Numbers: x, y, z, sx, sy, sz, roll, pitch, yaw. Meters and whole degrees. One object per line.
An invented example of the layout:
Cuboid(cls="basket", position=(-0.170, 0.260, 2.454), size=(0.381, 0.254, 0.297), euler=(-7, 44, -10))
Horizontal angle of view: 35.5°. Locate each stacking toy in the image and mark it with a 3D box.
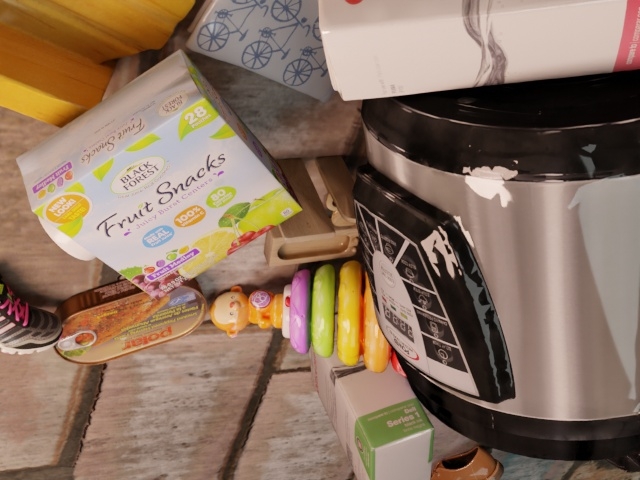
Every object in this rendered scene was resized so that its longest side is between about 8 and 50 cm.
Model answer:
Cuboid(cls="stacking toy", position=(0.011, 0.088, 1.242), size=(0.301, 0.175, 0.166), euler=(2, 157, 2))

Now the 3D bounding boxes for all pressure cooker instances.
Cuboid(cls="pressure cooker", position=(0.238, 0.005, 0.960), size=(0.375, 0.370, 0.420), euler=(4, 124, 21))

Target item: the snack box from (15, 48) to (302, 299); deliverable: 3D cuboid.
Cuboid(cls="snack box", position=(-0.138, -0.049, 0.901), size=(0.174, 0.070, 0.207), euler=(-32, 146, 7))

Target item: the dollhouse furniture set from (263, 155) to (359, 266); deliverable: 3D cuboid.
Cuboid(cls="dollhouse furniture set", position=(0.000, 0.000, 1.158), size=(0.144, 0.123, 0.151), euler=(-7, 136, -19))

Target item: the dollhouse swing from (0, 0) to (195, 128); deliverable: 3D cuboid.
Cuboid(cls="dollhouse swing", position=(-0.163, -0.208, 0.726), size=(0.315, 0.305, 0.347), euler=(21, 122, -39))

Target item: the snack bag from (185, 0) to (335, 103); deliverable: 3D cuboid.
Cuboid(cls="snack bag", position=(0.084, -0.261, 0.982), size=(0.342, 0.037, 0.323), euler=(16, 125, -40))

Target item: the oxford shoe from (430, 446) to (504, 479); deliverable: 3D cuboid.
Cuboid(cls="oxford shoe", position=(0.216, 0.428, 1.772), size=(0.212, 0.076, 0.076), euler=(-37, 108, 17))

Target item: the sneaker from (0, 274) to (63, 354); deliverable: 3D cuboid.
Cuboid(cls="sneaker", position=(-0.358, 0.071, 1.102), size=(0.170, 0.063, 0.075), euler=(23, 123, -27))

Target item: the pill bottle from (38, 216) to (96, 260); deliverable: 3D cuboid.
Cuboid(cls="pill bottle", position=(-0.191, -0.067, 1.005), size=(0.186, 0.112, 0.112), euler=(-38, 137, 15))

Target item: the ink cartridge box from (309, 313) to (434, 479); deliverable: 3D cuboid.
Cuboid(cls="ink cartridge box", position=(0.065, 0.222, 1.353), size=(0.092, 0.219, 0.160), euler=(-17, 140, -12))

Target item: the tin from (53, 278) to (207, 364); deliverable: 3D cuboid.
Cuboid(cls="tin", position=(-0.233, 0.093, 1.214), size=(0.189, 0.040, 0.106), euler=(-17, 135, -8))

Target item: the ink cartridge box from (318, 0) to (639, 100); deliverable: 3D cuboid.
Cuboid(cls="ink cartridge box", position=(0.138, -0.234, 0.770), size=(0.283, 0.207, 0.117), euler=(-5, 162, 8))
